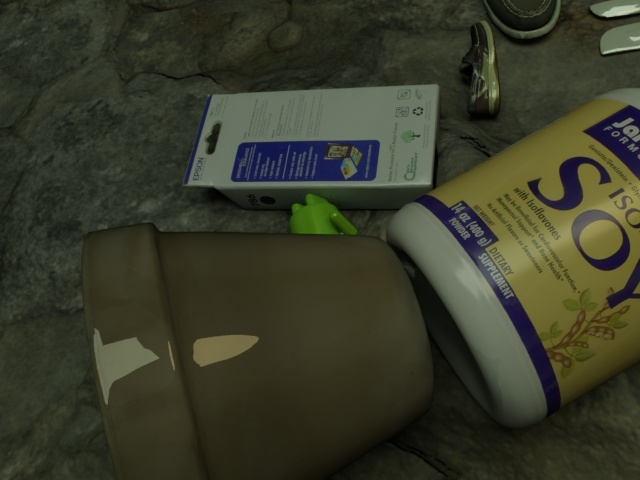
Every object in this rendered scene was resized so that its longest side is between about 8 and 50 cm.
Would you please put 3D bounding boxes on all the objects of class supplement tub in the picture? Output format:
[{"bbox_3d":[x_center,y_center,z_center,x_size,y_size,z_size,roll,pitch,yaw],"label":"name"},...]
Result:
[{"bbox_3d":[0.258,0.002,0.641,0.331,0.241,0.241,-30,58,-2],"label":"supplement tub"}]

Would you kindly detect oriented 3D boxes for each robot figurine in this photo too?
[{"bbox_3d":[0.000,0.000,0.812,0.101,0.067,0.115,-32,59,29],"label":"robot figurine"}]

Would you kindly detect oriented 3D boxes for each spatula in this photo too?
[{"bbox_3d":[0.494,-0.340,0.902,0.242,0.019,0.168,-8,59,11],"label":"spatula"}]

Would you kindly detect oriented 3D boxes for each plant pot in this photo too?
[{"bbox_3d":[-0.053,0.118,0.647,0.280,0.323,0.323,-13,58,-11],"label":"plant pot"}]

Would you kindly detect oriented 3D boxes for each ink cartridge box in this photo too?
[{"bbox_3d":[-0.008,-0.125,0.889,0.332,0.065,0.165,2,62,15],"label":"ink cartridge box"}]

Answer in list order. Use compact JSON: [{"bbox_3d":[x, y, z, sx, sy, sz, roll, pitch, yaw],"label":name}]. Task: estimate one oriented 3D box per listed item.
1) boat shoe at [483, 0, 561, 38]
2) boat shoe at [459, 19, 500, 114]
[{"bbox_3d":[0.287,-0.428,0.962,0.109,0.091,0.305,-6,60,12],"label":"boat shoe"},{"bbox_3d":[0.214,-0.238,0.896,0.049,0.056,0.152,-4,61,7],"label":"boat shoe"}]
